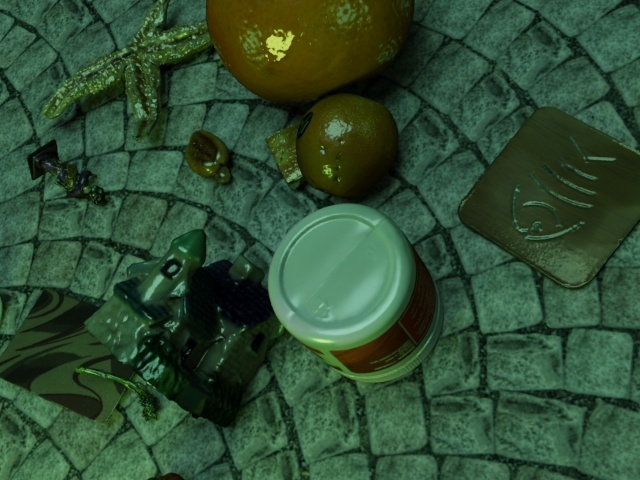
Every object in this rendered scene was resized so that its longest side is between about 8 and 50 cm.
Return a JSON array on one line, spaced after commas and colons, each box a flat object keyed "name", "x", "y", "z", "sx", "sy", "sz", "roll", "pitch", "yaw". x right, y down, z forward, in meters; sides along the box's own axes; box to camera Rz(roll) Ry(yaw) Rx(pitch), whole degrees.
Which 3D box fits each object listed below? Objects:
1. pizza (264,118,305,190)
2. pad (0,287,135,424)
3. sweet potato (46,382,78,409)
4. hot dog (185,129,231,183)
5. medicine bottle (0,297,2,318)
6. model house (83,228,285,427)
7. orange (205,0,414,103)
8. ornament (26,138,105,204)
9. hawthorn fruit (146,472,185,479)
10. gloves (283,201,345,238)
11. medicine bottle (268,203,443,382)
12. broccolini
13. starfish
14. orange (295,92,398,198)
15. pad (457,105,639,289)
[{"name": "pizza", "x": -0.046, "y": -0.190, "z": 1.821, "sx": 0.134, "sy": 0.046, "sz": 0.175, "roll": 25, "pitch": 77, "yaw": 29}, {"name": "pad", "x": -0.509, "y": 0.228, "z": 1.823, "sx": 0.330, "sy": 0.004, "sz": 0.220, "roll": 15, "pitch": 65, "yaw": 28}, {"name": "sweet potato", "x": -0.523, "y": 0.318, "z": 1.791, "sx": 0.115, "sy": 0.026, "sz": 0.026, "roll": 27, "pitch": 79, "yaw": 30}, {"name": "hot dog", "x": -0.235, "y": -0.176, "z": 1.890, "sx": 0.140, "sy": 0.060, "sz": 0.090, "roll": 35, "pitch": 86, "yaw": 38}, {"name": "medicine bottle", "x": -0.819, "y": 0.143, "z": 1.931, "sx": 0.225, "sy": 0.139, "sz": 0.139, "roll": 5, "pitch": 68, "yaw": 24}, {"name": "model house", "x": -0.217, "y": 0.139, "z": 1.586, "sx": 0.243, "sy": 0.298, "sz": 0.284, "roll": 30, "pitch": 80, "yaw": 31}, {"name": "orange", "x": -0.018, "y": -0.440, "z": 1.736, "sx": 0.424, "sy": 0.424, "sz": 0.326, "roll": -9, "pitch": 105, "yaw": 19}, {"name": "ornament", "x": -0.555, "y": -0.143, "z": 2.004, "sx": 0.203, "sy": 0.088, "sz": 0.081, "roll": 26, "pitch": 54, "yaw": 18}, {"name": "hawthorn fruit", "x": -0.278, "y": 0.475, "z": 1.557, "sx": 0.125, "sy": 0.125, "sz": 0.140, "roll": 0, "pitch": 65, "yaw": 23}, {"name": "gloves", "x": 0.001, "y": 0.000, "z": 1.697, "sx": 0.153, "sy": 0.070, "sz": 0.114, "roll": -25, "pitch": 67, "yaw": 17}, {"name": "medicine bottle", "x": 0.065, "y": 0.094, "z": 1.525, "sx": 0.252, "sy": 0.241, "sz": 0.253, "roll": -10, "pitch": 62, "yaw": 19}, {"name": "broccolini", "x": -0.388, "y": 0.285, "z": 1.724, "sx": 0.194, "sy": 0.054, "sz": 0.052, "roll": 25, "pitch": 43, "yaw": 18}, {"name": "starfish", "x": -0.412, "y": -0.372, "z": 2.038, "sx": 0.432, "sy": 0.082, "sz": 0.324, "roll": -45, "pitch": 61, "yaw": -8}, {"name": "orange", "x": 0.048, "y": -0.181, "z": 1.695, "sx": 0.206, "sy": 0.206, "sz": 0.206, "roll": -9, "pitch": 63, "yaw": 19}, {"name": "pad", "x": 0.427, "y": -0.083, "z": 1.587, "sx": 0.286, "sy": 0.018, "sz": 0.284, "roll": 36, "pitch": 83, "yaw": 32}]
